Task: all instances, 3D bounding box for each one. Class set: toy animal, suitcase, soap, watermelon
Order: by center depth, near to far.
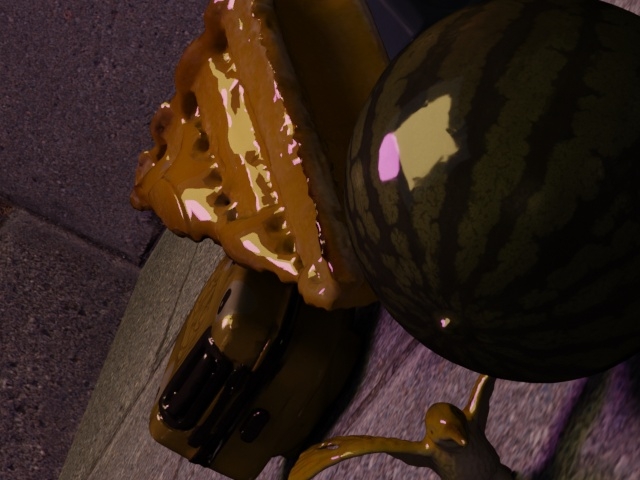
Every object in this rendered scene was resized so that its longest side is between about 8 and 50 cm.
[{"bbox_3d":[0.114,-0.026,0.909,0.212,0.212,0.212,-60,10,18],"label":"watermelon"},{"bbox_3d":[0.090,0.123,0.973,0.219,0.095,0.155,-32,10,-2],"label":"toy animal"},{"bbox_3d":[-0.036,-0.011,1.468,0.304,0.169,0.338,-59,39,45],"label":"soap"},{"bbox_3d":[-0.052,0.100,1.612,0.194,0.143,0.235,-55,11,35],"label":"suitcase"}]

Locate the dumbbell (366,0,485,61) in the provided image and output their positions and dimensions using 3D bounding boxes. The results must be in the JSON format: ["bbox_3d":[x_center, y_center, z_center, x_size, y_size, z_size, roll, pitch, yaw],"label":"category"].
[{"bbox_3d":[0.059,-0.189,1.817,0.316,0.156,0.143,130,134,-53],"label":"dumbbell"}]
